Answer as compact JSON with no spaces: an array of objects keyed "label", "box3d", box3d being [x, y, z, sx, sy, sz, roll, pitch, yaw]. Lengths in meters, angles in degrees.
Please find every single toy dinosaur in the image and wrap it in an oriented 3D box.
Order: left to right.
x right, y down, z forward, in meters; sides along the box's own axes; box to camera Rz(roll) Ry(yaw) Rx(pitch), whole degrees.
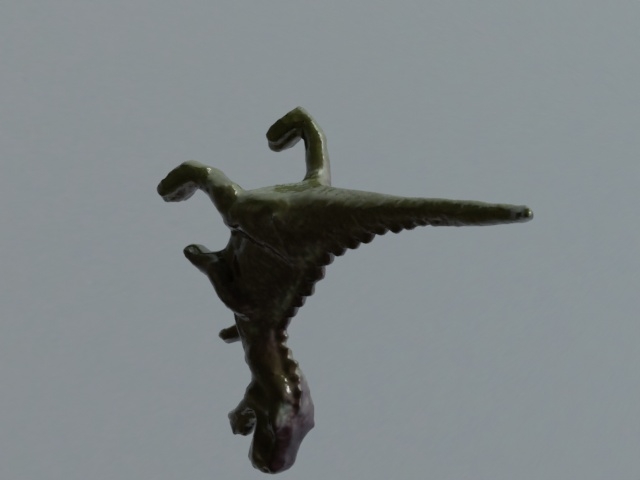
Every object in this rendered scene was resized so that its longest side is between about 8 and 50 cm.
[{"label":"toy dinosaur","box3d":[0.003,0.001,0.984,0.251,0.072,0.200,-45,-124,22]}]
